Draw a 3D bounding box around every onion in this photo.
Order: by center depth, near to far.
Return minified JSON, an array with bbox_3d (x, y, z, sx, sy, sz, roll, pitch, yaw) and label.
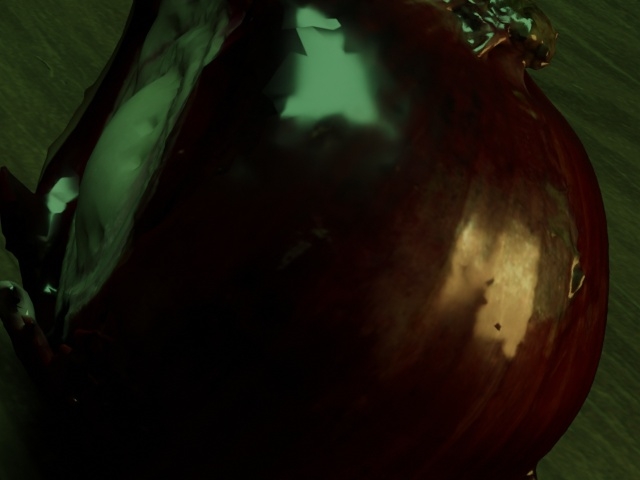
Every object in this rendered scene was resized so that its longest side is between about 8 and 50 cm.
[{"bbox_3d":[-0.004,0.007,0.939,0.341,0.341,0.341,13,25,-6],"label":"onion"}]
